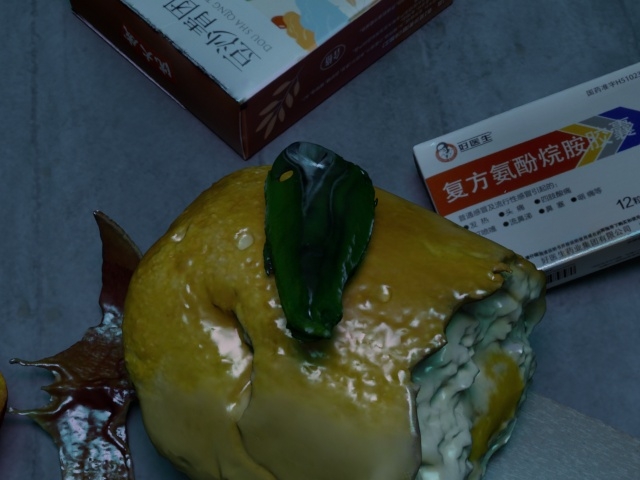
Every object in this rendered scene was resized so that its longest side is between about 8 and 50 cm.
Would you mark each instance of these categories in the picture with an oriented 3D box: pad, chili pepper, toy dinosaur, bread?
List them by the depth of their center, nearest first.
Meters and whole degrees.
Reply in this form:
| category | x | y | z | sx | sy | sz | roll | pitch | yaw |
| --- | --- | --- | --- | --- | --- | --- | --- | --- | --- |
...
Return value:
| category | x | y | z | sx | sy | sz | roll | pitch | yaw |
| --- | --- | --- | --- | --- | --- | --- | --- | --- | --- |
| chili pepper | 0.000 | 0.002 | 1.123 | 0.108 | 0.062 | 0.216 | 0 | 51 | 0 |
| bread | 0.004 | 0.093 | 1.237 | 0.394 | 0.250 | 0.361 | 27 | 53 | 17 |
| toy dinosaur | -0.235 | 0.156 | 1.295 | 0.206 | 0.113 | 0.327 | 28 | 63 | 12 |
| pad | 0.237 | 0.249 | 1.307 | 0.266 | 0.002 | 0.176 | 24 | 61 | 14 |

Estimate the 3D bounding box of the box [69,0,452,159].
| category | x | y | z | sx | sy | sz | roll | pitch | yaw |
| --- | --- | --- | --- | --- | --- | --- | --- | --- | --- |
| box | -0.074 | -0.343 | 1.602 | 0.385 | 0.122 | 0.344 | -40 | 67 | -22 |

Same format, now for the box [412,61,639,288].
| category | x | y | z | sx | sy | sz | roll | pitch | yaw |
| --- | --- | --- | --- | --- | --- | --- | --- | --- | --- |
| box | 0.304 | -0.073 | 1.428 | 0.353 | 0.069 | 0.214 | -19 | 59 | 2 |

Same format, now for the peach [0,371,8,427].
| category | x | y | z | sx | sy | sz | roll | pitch | yaw |
| --- | --- | --- | --- | --- | --- | --- | --- | --- | --- |
| peach | -0.411 | 0.154 | 1.251 | 0.192 | 0.190 | 0.190 | -7 | 55 | 22 |
